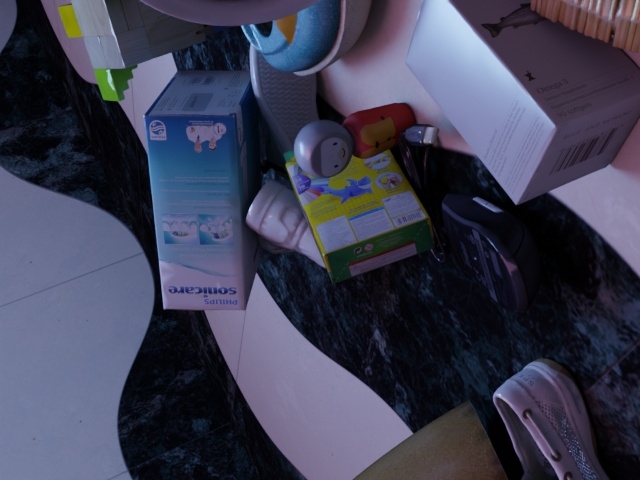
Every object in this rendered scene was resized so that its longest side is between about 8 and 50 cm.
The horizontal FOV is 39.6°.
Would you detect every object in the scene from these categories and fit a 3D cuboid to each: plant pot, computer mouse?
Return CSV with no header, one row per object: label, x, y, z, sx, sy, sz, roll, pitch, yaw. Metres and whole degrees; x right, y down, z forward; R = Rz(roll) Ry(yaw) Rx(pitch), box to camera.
plant pot,0.115,0.355,1.076,0.237,0.255,0.237,-25,-90,-88
computer mouse,0.162,-0.039,0.945,0.262,0.060,0.184,-135,24,-70

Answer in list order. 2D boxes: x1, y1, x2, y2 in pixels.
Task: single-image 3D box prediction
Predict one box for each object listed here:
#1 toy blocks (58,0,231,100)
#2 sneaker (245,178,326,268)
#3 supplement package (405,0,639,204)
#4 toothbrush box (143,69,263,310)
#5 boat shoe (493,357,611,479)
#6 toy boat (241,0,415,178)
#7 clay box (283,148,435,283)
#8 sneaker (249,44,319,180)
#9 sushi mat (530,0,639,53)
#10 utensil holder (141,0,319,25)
toy blocks,-0.240,-0.425,1.288,0.191,0.261,0.381,12,123,48
sneaker,0.000,0.000,1.309,0.169,0.108,0.292,28,-179,9
supplement package,0.168,-0.140,0.750,0.179,0.105,0.105,57,157,26
toothbrush box,-0.158,-0.076,1.287,0.216,0.126,0.295,-82,-9,-62
boat shoe,0.257,0.271,0.960,0.277,0.096,0.098,67,158,0
toy boat,-0.011,-0.234,1.042,0.318,0.148,0.267,66,160,5
clay box,0.040,-0.053,1.075,0.222,0.128,0.053,-112,4,-51
sneaker,-0.062,-0.191,1.287,0.151,0.094,0.255,25,135,63
sushi mat,0.217,-0.269,0.574,0.151,0.019,0.316,32,143,32
utensil holder,-0.131,-0.443,0.867,0.385,0.328,0.327,-123,22,-43
